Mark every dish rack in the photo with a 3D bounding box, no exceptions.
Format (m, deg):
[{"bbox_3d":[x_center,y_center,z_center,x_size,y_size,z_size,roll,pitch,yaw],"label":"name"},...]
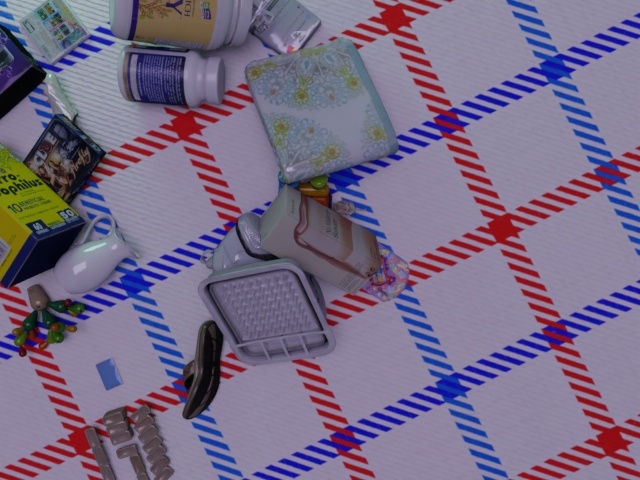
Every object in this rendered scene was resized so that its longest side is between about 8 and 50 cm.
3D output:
[{"bbox_3d":[-0.130,0.180,1.556,0.285,0.072,0.333,-11,128,16],"label":"dish rack"}]

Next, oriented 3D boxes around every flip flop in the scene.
[{"bbox_3d":[-0.337,0.354,1.665,0.080,0.112,0.277,9,92,27],"label":"flip flop"}]

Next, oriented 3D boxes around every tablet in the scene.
[{"bbox_3d":[-0.600,0.380,1.711,0.054,0.006,0.083,-24,88,1],"label":"tablet"}]

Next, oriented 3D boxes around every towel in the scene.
[{"bbox_3d":[-0.003,-0.352,1.605,0.320,0.090,0.374,-18,72,-11],"label":"towel"}]

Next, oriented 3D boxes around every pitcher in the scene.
[{"bbox_3d":[-0.634,0.037,1.668,0.207,0.125,0.178,-34,68,-10],"label":"pitcher"}]

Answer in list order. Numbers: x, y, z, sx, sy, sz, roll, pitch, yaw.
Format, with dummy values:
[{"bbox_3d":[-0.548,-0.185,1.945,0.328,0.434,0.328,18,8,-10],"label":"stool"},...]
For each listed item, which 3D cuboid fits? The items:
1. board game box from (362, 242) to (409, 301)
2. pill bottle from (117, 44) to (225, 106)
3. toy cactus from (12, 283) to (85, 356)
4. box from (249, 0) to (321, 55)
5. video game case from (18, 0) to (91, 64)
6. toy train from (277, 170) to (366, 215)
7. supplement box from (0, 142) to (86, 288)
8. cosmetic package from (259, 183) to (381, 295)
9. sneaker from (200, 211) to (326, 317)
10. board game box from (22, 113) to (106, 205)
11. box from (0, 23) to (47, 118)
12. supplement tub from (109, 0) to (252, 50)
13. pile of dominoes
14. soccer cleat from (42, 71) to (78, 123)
[{"bbox_3d":[0.166,0.088,1.683,0.168,0.033,0.133,34,91,1],"label":"board game box"},{"bbox_3d":[-0.400,-0.445,1.639,0.264,0.153,0.153,5,90,2],"label":"pill bottle"},{"bbox_3d":[-0.774,0.210,1.678,0.219,0.112,0.180,-32,79,9],"label":"toy cactus"},{"bbox_3d":[-0.113,-0.614,1.692,0.186,0.038,0.145,38,91,2],"label":"box"},{"bbox_3d":[-0.757,-0.604,1.716,0.143,0.019,0.157,-37,88,0],"label":"video game case"},{"bbox_3d":[0.004,-0.130,1.620,0.248,0.143,0.105,2,60,2],"label":"toy train"},{"bbox_3d":[-0.851,-0.082,1.599,0.356,0.194,0.195,42,113,1],"label":"supplement box"},{"bbox_3d":[0.000,0.000,1.564,0.296,0.153,0.129,27,121,-22],"label":"cosmetic package"},{"bbox_3d":[-0.155,0.114,1.645,0.210,0.137,0.366,-35,105,17],"label":"sneaker"},{"bbox_3d":[-0.726,-0.204,1.669,0.165,0.042,0.243,42,107,2],"label":"board game box"},{"bbox_3d":[-0.932,-0.454,1.680,0.261,0.103,0.184,-42,86,1],"label":"box"},{"bbox_3d":[-0.363,-0.624,1.555,0.331,0.241,0.241,-1,89,-24],"label":"supplement tub"},{"bbox_3d":[-0.533,0.595,1.705,0.196,0.040,0.251,-19,97,1],"label":"pile of dominoes"},{"bbox_3d":[-0.723,-0.375,1.694,0.076,0.068,0.196,-10,96,-4],"label":"soccer cleat"}]
